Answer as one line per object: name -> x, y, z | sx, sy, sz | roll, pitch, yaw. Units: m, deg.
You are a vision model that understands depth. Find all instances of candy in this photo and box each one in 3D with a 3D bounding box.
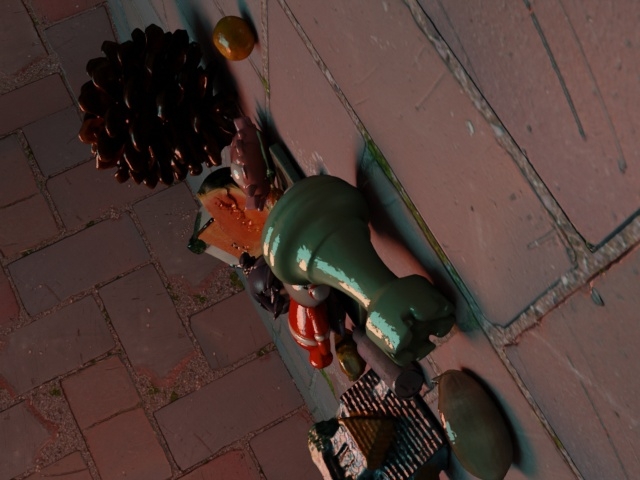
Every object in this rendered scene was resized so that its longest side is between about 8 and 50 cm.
candy -> -0.109, -0.145, 1.606 | 0.055, 0.049, 0.185 | -97, -7, -72

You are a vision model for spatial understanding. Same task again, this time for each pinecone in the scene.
pinecone -> -0.376, -0.319, 1.822 | 0.398, 0.397, 0.398 | 58, 167, 22

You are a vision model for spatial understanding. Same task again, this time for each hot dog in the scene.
hot dog -> 0.067, 0.246, 1.679 | 0.289, 0.068, 0.083 | -88, -24, -86

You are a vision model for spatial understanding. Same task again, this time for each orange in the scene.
orange -> -0.160, -0.377, 1.406 | 0.083, 0.070, 0.083 | 46, 170, 10

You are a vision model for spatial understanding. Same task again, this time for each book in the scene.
book -> 0.000, 0.000, 1.614 | 0.379, 0.031, 0.264 | 57, 168, 27

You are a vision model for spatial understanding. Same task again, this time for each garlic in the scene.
garlic -> 0.241, 0.296, 1.148 | 0.198, 0.090, 0.128 | 59, -176, -10

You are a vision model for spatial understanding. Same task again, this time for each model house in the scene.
model house -> 0.137, 0.399, 1.530 | 0.261, 0.225, 0.241 | 53, 134, 35
model house -> -0.234, -0.012, 2.316 | 0.291, 0.185, 0.253 | 36, 137, -16

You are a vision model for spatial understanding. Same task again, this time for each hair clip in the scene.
hair clip -> 0.005, 0.148, 1.730 | 0.095, 0.110, 0.358 | 20, 174, -6

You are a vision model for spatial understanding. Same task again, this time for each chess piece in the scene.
chess piece -> 0.062, 0.051, 1.155 | 0.299, 0.194, 0.195 | 43, 159, 34

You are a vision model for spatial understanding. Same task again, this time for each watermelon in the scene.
watermelon -> -0.170, -0.080, 1.944 | 0.128, 0.159, 0.303 | 15, 155, 34

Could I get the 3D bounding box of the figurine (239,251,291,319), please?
figurine -> -0.106, 0.086, 1.931 | 0.197, 0.175, 0.265 | 46, 154, 28

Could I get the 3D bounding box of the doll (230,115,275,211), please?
doll -> -0.147, -0.169, 1.687 | 0.262, 0.093, 0.211 | 36, -134, -81

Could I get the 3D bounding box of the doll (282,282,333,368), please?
doll -> -0.023, 0.108, 1.556 | 0.200, 0.105, 0.337 | -125, 23, -50

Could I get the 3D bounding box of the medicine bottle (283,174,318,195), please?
medicine bottle -> -0.005, -0.046, 1.424 | 0.140, 0.079, 0.079 | 61, 168, 9

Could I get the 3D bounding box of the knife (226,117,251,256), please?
knife -> -0.213, -0.134, 2.057 | 0.132, 0.038, 0.399 | -133, 32, -59

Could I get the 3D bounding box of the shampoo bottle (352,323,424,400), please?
shampoo bottle -> 0.126, 0.230, 1.491 | 0.214, 0.072, 0.072 | 43, 156, 59
